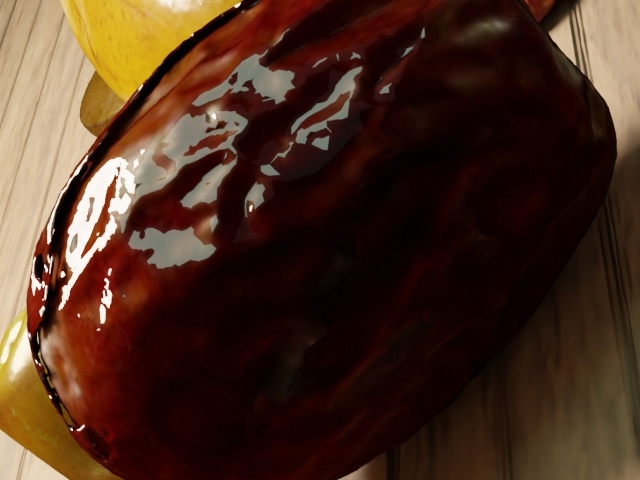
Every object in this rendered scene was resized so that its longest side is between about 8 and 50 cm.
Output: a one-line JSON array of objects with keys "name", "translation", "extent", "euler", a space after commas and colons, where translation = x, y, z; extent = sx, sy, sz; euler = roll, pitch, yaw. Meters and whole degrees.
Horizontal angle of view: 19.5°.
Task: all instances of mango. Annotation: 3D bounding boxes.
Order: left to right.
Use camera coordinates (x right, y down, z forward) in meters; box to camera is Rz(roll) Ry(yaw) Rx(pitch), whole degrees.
[{"name": "mango", "translation": [-0.060, -0.171, 1.103], "extent": [0.201, 0.199, 0.350], "euler": [-26, 26, -1]}]

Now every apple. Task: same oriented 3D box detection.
[{"name": "apple", "translation": [-0.118, 0.071, 0.953], "extent": [0.099, 0.102, 0.114], "euler": [-56, 22, -6]}]

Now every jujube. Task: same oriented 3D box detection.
[{"name": "jujube", "translation": [0.000, 0.000, 0.735], "extent": [0.243, 0.183, 0.183], "euler": [-38, 24, 8]}]

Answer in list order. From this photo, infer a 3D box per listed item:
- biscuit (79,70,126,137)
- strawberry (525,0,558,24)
[{"name": "biscuit", "translation": [-0.107, -0.175, 1.393], "extent": [0.180, 0.039, 0.236], "euler": [-9, 49, 57]}, {"name": "strawberry", "translation": [0.060, -0.161, 0.956], "extent": [0.175, 0.106, 0.236], "euler": [-9, 48, 59]}]
